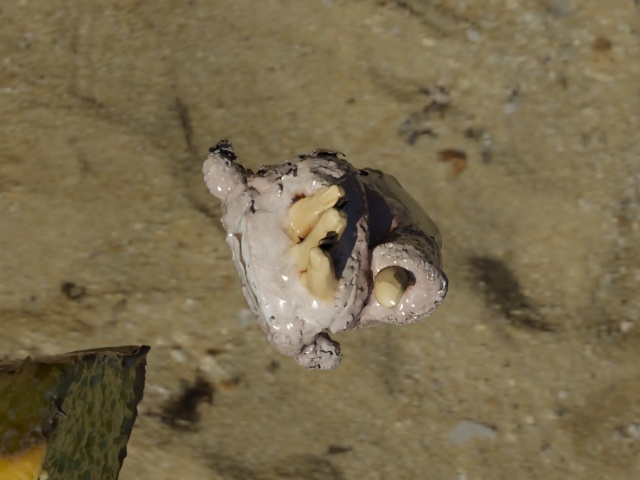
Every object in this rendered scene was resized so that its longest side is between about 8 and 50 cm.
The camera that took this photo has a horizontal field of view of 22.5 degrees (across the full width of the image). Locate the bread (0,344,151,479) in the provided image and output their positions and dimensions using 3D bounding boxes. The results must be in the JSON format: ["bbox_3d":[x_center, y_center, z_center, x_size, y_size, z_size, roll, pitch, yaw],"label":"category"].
[{"bbox_3d":[-0.139,0.125,0.744,0.103,0.065,0.187,45,61,-66],"label":"bread"}]

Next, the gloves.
[{"bbox_3d":[0.006,0.006,0.786,0.144,0.094,0.110,16,42,-55],"label":"gloves"}]
